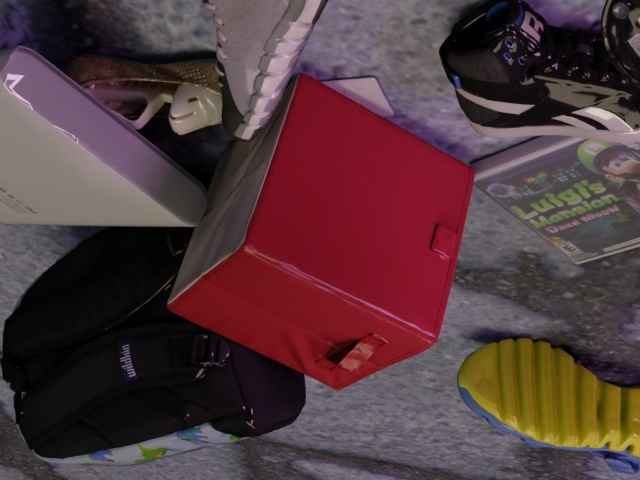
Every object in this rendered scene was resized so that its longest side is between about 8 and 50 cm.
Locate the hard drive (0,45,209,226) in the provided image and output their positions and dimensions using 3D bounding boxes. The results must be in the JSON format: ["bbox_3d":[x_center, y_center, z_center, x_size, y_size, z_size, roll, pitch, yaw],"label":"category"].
[{"bbox_3d":[-0.300,-0.088,1.104,0.353,0.047,0.233,1,150,47],"label":"hard drive"}]

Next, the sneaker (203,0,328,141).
[{"bbox_3d":[-0.073,-0.183,0.899,0.132,0.086,0.228,24,139,-7],"label":"sneaker"}]

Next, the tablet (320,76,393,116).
[{"bbox_3d":[0.020,-0.126,1.015,0.083,0.006,0.054,-1,147,26],"label":"tablet"}]

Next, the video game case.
[{"bbox_3d":[0.261,-0.046,1.030,0.173,0.022,0.190,34,145,-30],"label":"video game case"}]

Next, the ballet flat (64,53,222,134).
[{"bbox_3d":[-0.142,-0.127,1.022,0.206,0.067,0.073,4,148,17],"label":"ballet flat"}]

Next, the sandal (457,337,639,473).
[{"bbox_3d":[0.309,0.214,1.356,0.317,0.126,0.138,20,154,-7],"label":"sandal"}]

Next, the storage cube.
[{"bbox_3d":[0.000,0.000,1.030,0.193,0.215,0.184,28,150,-17],"label":"storage cube"}]

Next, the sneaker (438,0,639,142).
[{"bbox_3d":[0.191,-0.136,0.850,0.217,0.079,0.121,-4,147,31],"label":"sneaker"}]

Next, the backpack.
[{"bbox_3d":[-0.197,0.119,1.236,0.356,0.290,0.273,-25,165,21],"label":"backpack"}]

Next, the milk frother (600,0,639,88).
[{"bbox_3d":[0.256,-0.178,0.692,0.143,0.135,0.129,-10,111,42],"label":"milk frother"}]
